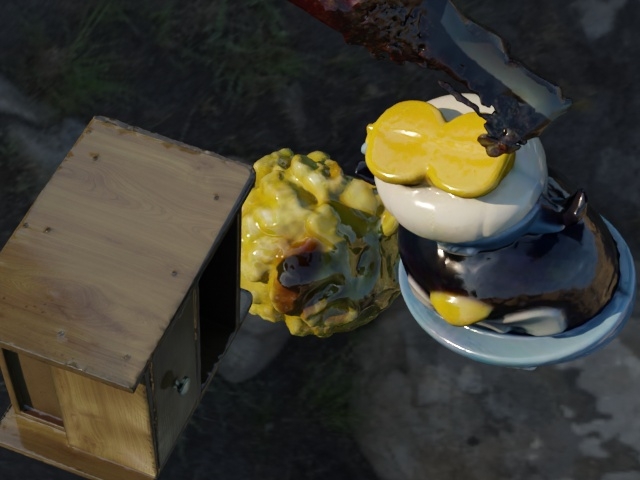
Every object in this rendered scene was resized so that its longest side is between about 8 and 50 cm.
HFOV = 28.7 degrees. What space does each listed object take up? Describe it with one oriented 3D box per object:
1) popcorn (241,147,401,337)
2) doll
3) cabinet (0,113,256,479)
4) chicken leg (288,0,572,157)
[{"bbox_3d":[-0.001,0.000,1.291,0.218,0.169,0.189,13,109,-39],"label":"popcorn"},{"bbox_3d":[0.123,0.007,0.875,0.314,0.177,0.141,47,61,-56],"label":"doll"},{"bbox_3d":[-0.150,0.054,0.964,0.148,0.175,0.215,19,53,11],"label":"cabinet"},{"bbox_3d":[0.024,-0.124,0.469,0.106,0.051,0.253,-22,130,6],"label":"chicken leg"}]
